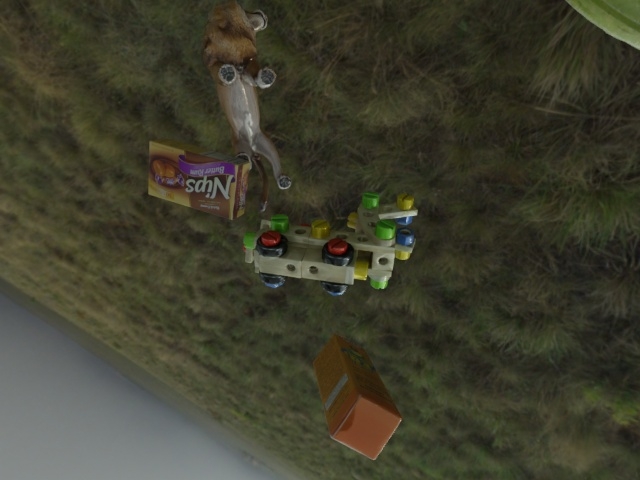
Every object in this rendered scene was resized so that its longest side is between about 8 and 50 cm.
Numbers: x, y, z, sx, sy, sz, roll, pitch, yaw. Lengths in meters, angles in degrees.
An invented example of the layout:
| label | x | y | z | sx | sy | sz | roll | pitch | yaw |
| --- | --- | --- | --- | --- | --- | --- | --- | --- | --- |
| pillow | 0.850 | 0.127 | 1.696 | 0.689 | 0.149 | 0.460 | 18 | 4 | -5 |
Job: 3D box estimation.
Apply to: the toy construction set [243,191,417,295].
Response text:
| label | x | y | z | sx | sy | sz | roll | pitch | yaw |
| --- | --- | --- | --- | --- | --- | --- | --- | --- | --- |
| toy construction set | 0.000 | 0.000 | 0.696 | 0.328 | 0.215 | 0.151 | -6 | 122 | 16 |

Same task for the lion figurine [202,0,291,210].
| label | x | y | z | sx | sy | sz | roll | pitch | yaw |
| --- | --- | --- | --- | --- | --- | --- | --- | --- | --- |
| lion figurine | -0.162 | -0.281 | 0.855 | 0.240 | 0.142 | 0.391 | -126 | 32 | -52 |

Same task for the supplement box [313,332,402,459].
| label | x | y | z | sx | sy | sz | roll | pitch | yaw |
| --- | --- | --- | --- | --- | --- | --- | --- | --- | --- |
| supplement box | 0.049 | 0.235 | 0.653 | 0.078 | 0.080 | 0.233 | 31 | -178 | -11 |

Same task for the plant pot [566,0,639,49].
| label | x | y | z | sx | sy | sz | roll | pitch | yaw |
| --- | --- | --- | --- | --- | --- | --- | --- | --- | --- |
| plant pot | 0.313 | -0.302 | 0.240 | 0.276 | 0.276 | 0.254 | 34 | 160 | 0 |

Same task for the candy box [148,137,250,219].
| label | x | y | z | sx | sy | sz | roll | pitch | yaw |
| --- | --- | --- | --- | --- | --- | --- | --- | --- | --- |
| candy box | -0.233 | -0.118 | 0.771 | 0.187 | 0.053 | 0.109 | 18 | 114 | 12 |
